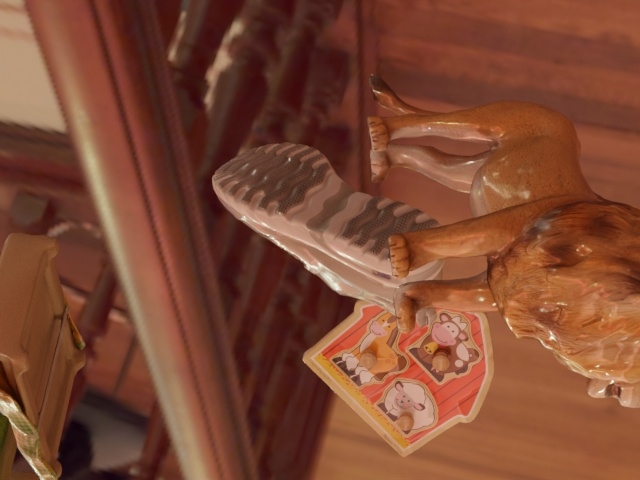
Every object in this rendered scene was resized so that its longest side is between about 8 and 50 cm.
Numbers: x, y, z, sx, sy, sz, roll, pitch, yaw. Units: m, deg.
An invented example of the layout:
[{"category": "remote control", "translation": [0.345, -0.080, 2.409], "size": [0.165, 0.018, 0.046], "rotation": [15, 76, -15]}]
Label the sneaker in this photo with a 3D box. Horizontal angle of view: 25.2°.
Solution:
[{"category": "sneaker", "translation": [0.000, 0.000, 1.352], "size": [0.281, 0.105, 0.115], "rotation": [32, 145, 39]}]

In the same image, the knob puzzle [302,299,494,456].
[{"category": "knob puzzle", "translation": [0.105, 0.136, 1.579], "size": [0.213, 0.030, 0.213], "rotation": [3, 115, 7]}]

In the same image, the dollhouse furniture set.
[{"category": "dollhouse furniture set", "translation": [-0.318, 0.155, 1.267], "size": [0.151, 0.302, 0.198], "rotation": [2, 138, 4]}]

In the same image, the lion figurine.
[{"category": "lion figurine", "translation": [0.167, -0.031, 1.166], "size": [0.240, 0.392, 0.142], "rotation": [-8, 134, 0]}]
